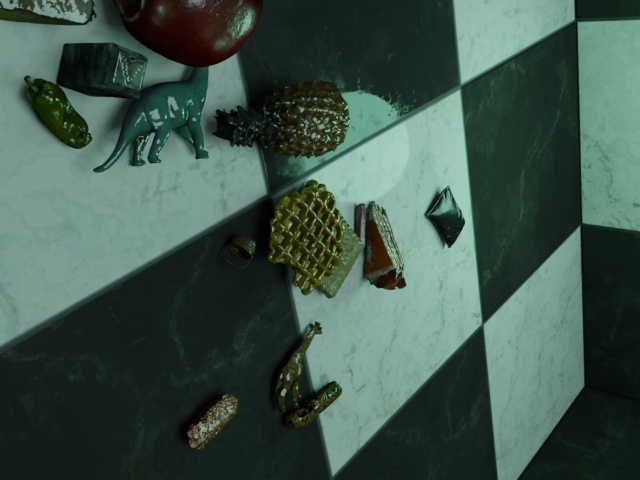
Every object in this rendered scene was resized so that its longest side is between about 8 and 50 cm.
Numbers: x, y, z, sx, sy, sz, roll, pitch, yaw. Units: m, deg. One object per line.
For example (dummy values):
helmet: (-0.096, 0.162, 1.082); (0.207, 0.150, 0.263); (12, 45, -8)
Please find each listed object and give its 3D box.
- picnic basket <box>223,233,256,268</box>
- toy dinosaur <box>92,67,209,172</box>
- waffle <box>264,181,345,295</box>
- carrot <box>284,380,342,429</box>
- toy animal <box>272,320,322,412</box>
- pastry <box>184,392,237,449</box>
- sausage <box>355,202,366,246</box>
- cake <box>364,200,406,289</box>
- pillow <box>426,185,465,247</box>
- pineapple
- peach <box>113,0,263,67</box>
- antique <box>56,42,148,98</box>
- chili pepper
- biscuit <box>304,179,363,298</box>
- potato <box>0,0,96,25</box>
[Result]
picnic basket: (-0.206, 0.032, 1.845); (0.072, 0.072, 0.083); (58, 47, -40)
toy dinosaur: (-0.348, -0.332, 1.582); (0.383, 0.129, 0.331); (-16, 102, -49)
waffle: (-0.035, -0.007, 1.984); (0.281, 0.058, 0.301); (-42, 127, -33)
carrot: (-0.017, 0.490, 2.185); (0.228, 0.069, 0.069); (-28, 120, -44)
toy animal: (-0.066, 0.361, 2.105); (0.149, 0.054, 0.276); (22, 81, -53)
pastry: (-0.284, 0.459, 1.867); (0.169, 0.063, 0.087); (-39, 118, -31)
sausage: (0.124, -0.042, 2.245); (0.030, 0.035, 0.147); (-15, 112, -51)
cake: (0.183, 0.019, 2.301); (0.098, 0.135, 0.288); (-6, 84, -44)
pillow: (0.456, -0.083, 2.616); (0.141, 0.055, 0.208); (-54, 134, -15)
pineapple: (-0.097, -0.294, 1.798); (0.362, 0.202, 0.202); (-12, 108, -45)
peach: (-0.274, -0.473, 1.523); (0.361, 0.257, 0.201); (-1, 119, -58)
antique: (-0.419, -0.328, 1.416); (0.088, 0.183, 0.086); (12, 90, -50)
chili pepper: (-0.515, -0.262, 1.407); (0.204, 0.073, 0.072); (63, 34, -51)
biscuit: (0.000, 0.000, 2.097); (0.217, 0.044, 0.325); (-58, 134, -19)
potato: (-0.537, -0.461, 1.312); (0.243, 0.098, 0.138); (-5, 99, -43)
